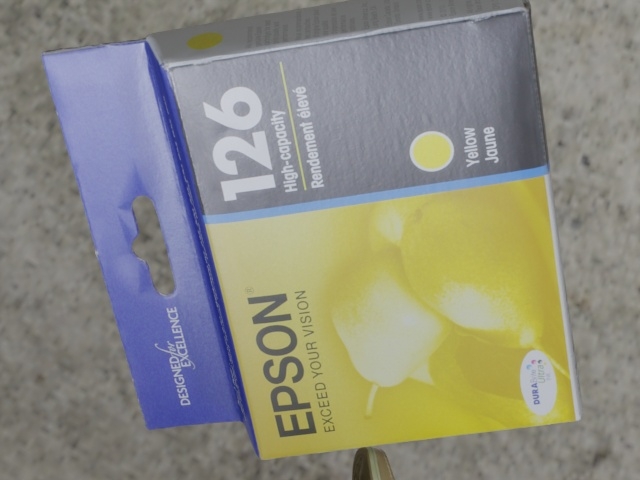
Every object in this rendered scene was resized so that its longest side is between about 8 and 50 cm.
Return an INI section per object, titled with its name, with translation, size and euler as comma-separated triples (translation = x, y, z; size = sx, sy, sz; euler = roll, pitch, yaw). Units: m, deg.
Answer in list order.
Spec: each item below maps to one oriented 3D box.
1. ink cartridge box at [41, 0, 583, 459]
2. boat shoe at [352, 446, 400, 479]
[ink cartridge box]
translation = 0.000, 0.000, 1.108
size = 0.307, 0.072, 0.303
euler = -10, 119, 4
[boat shoe]
translation = 0.066, 0.246, 1.461
size = 0.056, 0.048, 0.153
euler = 170, 85, -71
